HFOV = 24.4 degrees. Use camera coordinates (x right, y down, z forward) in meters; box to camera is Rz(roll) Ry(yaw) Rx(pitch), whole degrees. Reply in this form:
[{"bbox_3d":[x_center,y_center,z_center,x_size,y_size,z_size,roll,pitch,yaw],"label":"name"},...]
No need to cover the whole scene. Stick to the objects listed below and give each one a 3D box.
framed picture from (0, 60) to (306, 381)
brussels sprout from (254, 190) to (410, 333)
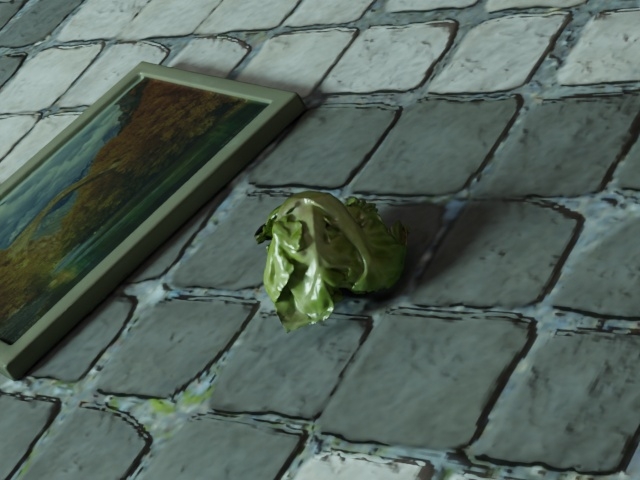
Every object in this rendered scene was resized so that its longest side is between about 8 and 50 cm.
[{"bbox_3d":[-0.147,-0.024,0.936,0.250,0.016,0.184,-44,36,-21],"label":"framed picture"},{"bbox_3d":[0.000,0.000,0.755,0.085,0.058,0.085,-21,17,7],"label":"brussels sprout"}]
